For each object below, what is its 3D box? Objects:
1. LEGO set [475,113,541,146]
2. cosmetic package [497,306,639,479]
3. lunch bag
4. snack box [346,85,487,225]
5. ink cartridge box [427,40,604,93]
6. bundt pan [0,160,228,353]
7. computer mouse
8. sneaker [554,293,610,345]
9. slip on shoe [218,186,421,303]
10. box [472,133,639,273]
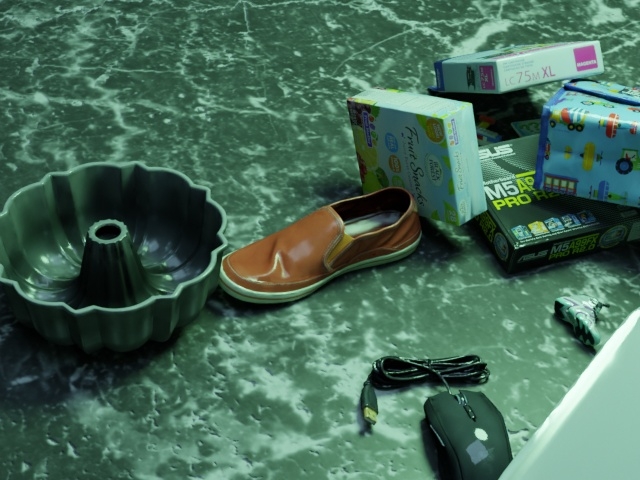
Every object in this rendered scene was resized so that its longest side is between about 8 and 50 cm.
[{"bbox_3d":[0.304,-0.159,2.183,0.244,0.060,0.182,-8,37,-14],"label":"LEGO set"},{"bbox_3d":[0.333,0.353,1.277,0.394,0.329,0.327,36,48,13],"label":"cosmetic package"},{"bbox_3d":[0.469,-0.170,2.040,0.221,0.138,0.293,12,28,17],"label":"lunch bag"},{"bbox_3d":[0.143,-0.129,1.997,0.070,0.174,0.207,-30,30,-34],"label":"snack box"},{"bbox_3d":[0.313,-0.288,2.223,0.186,0.065,0.311,-12,8,-16],"label":"ink cartridge box"},{"bbox_3d":[-0.290,0.034,1.844,0.331,0.124,0.330,1,39,-1],"label":"bundt pan"},{"bbox_3d":[0.148,0.226,1.694,0.184,0.060,0.262,0,39,-6],"label":"computer mouse"},{"bbox_3d":[0.382,0.105,1.877,0.069,0.038,0.098,-16,43,-21],"label":"sneaker"},{"bbox_3d":[0.000,0.000,1.930,0.331,0.101,0.123,-18,45,-22],"label":"slip on shoe"},{"bbox_3d":[0.361,-0.071,2.053,0.270,0.060,0.216,-12,50,-19],"label":"box"}]
